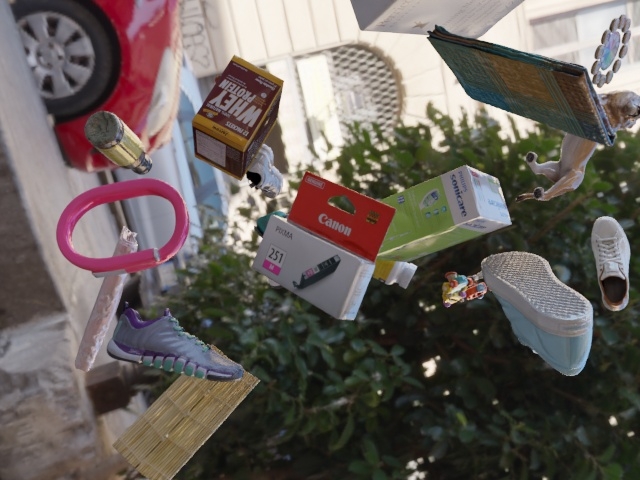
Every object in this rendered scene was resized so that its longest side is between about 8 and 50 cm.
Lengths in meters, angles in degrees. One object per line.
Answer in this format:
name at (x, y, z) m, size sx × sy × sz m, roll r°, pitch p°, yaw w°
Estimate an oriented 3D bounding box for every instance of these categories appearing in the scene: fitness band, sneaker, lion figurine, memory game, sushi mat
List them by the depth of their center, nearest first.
sneaker at (-0.227, 0.165, 1.112) m, size 0.083 × 0.223 × 0.098 m, roll 132°, pitch -28°, yaw -78°
sneaker at (0.401, 0.136, 1.326) m, size 0.366 × 0.135 × 0.150 m, roll -100°, pitch -176°, yaw -70°
fitness band at (-0.436, -0.032, 1.516) m, size 0.054 × 0.290 × 0.209 m, roll 79°, pitch 1°, yaw -68°
sushi mat at (-0.294, 0.381, 1.518) m, size 0.151 × 0.316 × 0.019 m, roll 35°, pitch -29°, yaw 18°
memory game at (0.728, -0.470, 1.713) m, size 0.012 × 0.186 × 0.186 m, roll 30°, pitch -40°, yaw 37°
lion figurine at (0.714, -0.254, 1.901) m, size 0.392 × 0.240 × 0.142 m, roll -60°, pitch -136°, yaw 30°
sneaker at (-0.120, 0.010, 1.984) m, size 0.295 × 0.123 × 0.179 m, roll -98°, pitch 168°, yaw -70°
sneaker at (0.882, 0.063, 2.064) m, size 0.123 × 0.105 × 0.290 m, roll 21°, pitch 61°, yaw -67°
sneaker at (-0.205, -0.212, 2.277) m, size 0.105 × 0.115 × 0.281 m, roll 24°, pitch -21°, yaw 21°

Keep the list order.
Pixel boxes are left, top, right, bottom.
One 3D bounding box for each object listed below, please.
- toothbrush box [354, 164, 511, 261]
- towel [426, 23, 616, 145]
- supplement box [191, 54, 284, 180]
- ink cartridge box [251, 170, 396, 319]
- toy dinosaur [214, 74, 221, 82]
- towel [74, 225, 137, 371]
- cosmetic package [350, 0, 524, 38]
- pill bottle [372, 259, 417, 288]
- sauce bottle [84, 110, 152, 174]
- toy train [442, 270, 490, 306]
toothbrush box at (0.254, -0.051, 1.552) m, size 0.206 × 0.283 × 0.122 m, roll 6°, pitch 67°, yaw -56°
towel at (0.417, -0.324, 1.428) m, size 0.370 × 0.040 × 0.271 m, roll 32°, pitch -2°, yaw 40°
supplement box at (-0.189, -0.276, 1.570) m, size 0.129 × 0.191 × 0.194 m, roll 28°, pitch -18°, yaw 0°
ink cartridge box at (0.000, 0.000, 1.412) m, size 0.275 × 0.060 × 0.239 m, roll 27°, pitch -80°, yaw 40°
toy dinosaur at (-0.248, -0.430, 1.892) m, size 0.047 × 0.082 × 0.090 m, roll 127°, pitch -50°, yaw -63°
towel at (-0.546, 0.137, 1.776) m, size 0.317 × 0.053 × 0.332 m, roll -150°, pitch -100°, yaw -74°
cosmetic package at (0.277, -0.679, 1.519) m, size 0.329 × 0.393 × 0.328 m, roll -32°, pitch -109°, yaw 53°
pill bottle at (0.185, 0.067, 2.014) m, size 0.184 × 0.103 × 0.103 m, roll 28°, pitch -25°, yaw 8°
sauce bottle at (-0.599, -0.280, 2.078) m, size 0.344 × 0.111 × 0.111 m, roll 74°, pitch -4°, yaw -76°
toy train at (0.339, 0.102, 1.607) m, size 0.166 × 0.125 × 0.046 m, roll 60°, pitch 7°, yaw -63°
